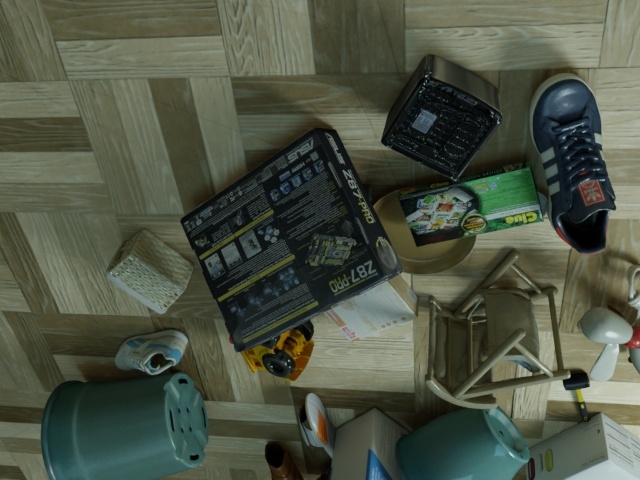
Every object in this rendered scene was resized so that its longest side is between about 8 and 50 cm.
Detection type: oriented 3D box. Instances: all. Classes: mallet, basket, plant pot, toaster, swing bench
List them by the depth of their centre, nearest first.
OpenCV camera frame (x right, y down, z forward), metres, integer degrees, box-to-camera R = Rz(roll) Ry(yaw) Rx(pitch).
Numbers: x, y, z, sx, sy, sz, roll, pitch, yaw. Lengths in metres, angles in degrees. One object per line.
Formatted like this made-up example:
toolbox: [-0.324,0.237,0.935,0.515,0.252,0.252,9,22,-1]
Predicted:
toaster: [0.221,-0.226,1.314,0.168,0.110,0.185,24,130,-10]
plant pot: [0.210,-0.024,1.539,0.236,0.032,0.236,6,130,7]
swing bench: [0.364,0.201,1.553,0.165,0.253,0.255,40,126,-22]
basket: [-0.387,0.069,1.682,0.167,0.113,0.103,40,122,-21]
mallet: [0.652,0.389,1.804,0.062,0.039,0.189,-19,128,22]
plant pot: [0.376,0.549,1.854,0.272,0.271,0.255,40,112,-22]
plant pot: [-0.501,0.510,1.953,0.334,0.341,0.341,-14,126,13]

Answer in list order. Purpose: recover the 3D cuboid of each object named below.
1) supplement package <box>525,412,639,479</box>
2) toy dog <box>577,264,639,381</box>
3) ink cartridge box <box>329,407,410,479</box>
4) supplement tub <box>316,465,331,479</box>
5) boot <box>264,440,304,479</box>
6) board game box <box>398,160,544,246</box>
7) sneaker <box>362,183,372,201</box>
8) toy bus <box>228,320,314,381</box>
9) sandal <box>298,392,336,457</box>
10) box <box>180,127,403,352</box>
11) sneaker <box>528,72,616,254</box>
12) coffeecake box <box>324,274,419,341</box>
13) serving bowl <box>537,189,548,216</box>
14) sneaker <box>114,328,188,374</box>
supplement package: [0.701,0.602,1.899,0.204,0.145,0.262,34,127,-17]
toy dog: [0.667,0.223,1.580,0.333,0.220,0.161,46,155,-17]
ink cartridge box: [0.220,0.689,1.969,0.395,0.285,0.166,39,125,-20]
supplement tub: [0.077,0.697,2.117,0.117,0.117,0.190,37,126,-20]
boot: [-0.065,0.716,2.086,0.109,0.283,0.220,-25,118,-11]
board game box: [0.297,-0.068,1.446,0.260,0.030,0.136,-12,123,18]
sneaker: [0.000,0.000,1.540,0.146,0.122,0.330,21,130,-10]
toy bus: [-0.145,0.214,1.752,0.211,0.149,0.220,1,130,31]
sandal: [-0.013,0.526,2.000,0.076,0.102,0.265,-11,129,16]
box: [-0.072,0.007,1.469,0.395,0.097,0.318,-31,78,30]
sneaker: [0.466,-0.125,1.310,0.131,0.148,0.350,-18,124,8]
coffeecake box: [0.109,0.140,1.672,0.185,0.068,0.142,-25,122,28]
serving bowl: [0.412,-0.074,1.460,0.083,0.027,0.083,5,130,6]
sneaker: [-0.454,0.301,1.902,0.229,0.092,0.087,-21,125,27]
